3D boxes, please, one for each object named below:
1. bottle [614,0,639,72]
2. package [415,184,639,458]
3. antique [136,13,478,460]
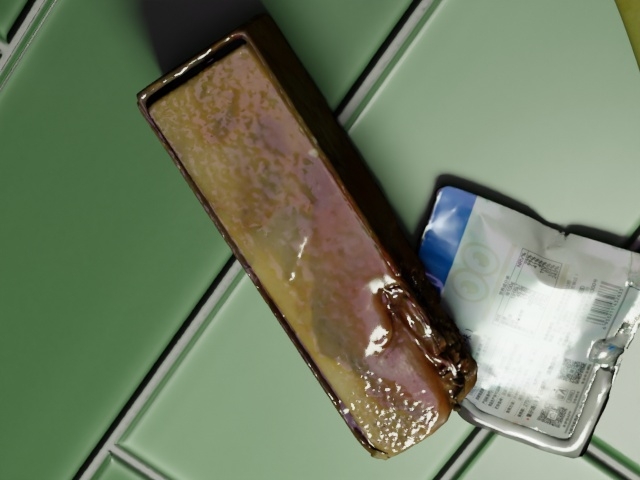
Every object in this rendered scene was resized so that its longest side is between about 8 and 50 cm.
[{"bbox_3d":[0.247,-0.115,1.143,0.083,0.083,0.269,-34,95,17],"label":"bottle"},{"bbox_3d":[0.138,0.061,1.249,0.173,0.027,0.171,21,114,3],"label":"package"},{"bbox_3d":[0.000,0.000,1.201,0.093,0.087,0.310,-30,98,16],"label":"antique"}]
